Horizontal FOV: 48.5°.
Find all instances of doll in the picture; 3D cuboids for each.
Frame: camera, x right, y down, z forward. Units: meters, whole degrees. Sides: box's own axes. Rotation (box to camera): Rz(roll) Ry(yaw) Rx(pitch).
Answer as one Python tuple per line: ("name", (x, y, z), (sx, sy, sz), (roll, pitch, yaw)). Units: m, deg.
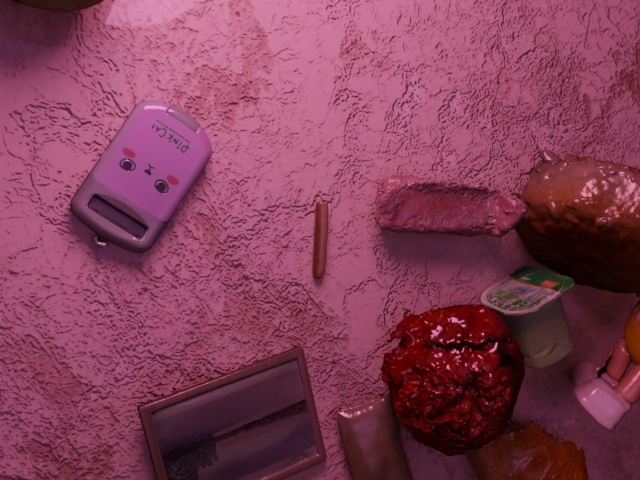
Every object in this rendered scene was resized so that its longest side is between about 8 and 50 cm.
("doll", (0.629, 0.172, 1.302), (0.161, 0.348, 0.423), (42, 79, -11))

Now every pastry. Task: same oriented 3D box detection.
("pastry", (0.215, -0.059, 1.250), (0.265, 0.112, 0.103), (8, 103, -10))
("pastry", (0.500, -0.019, 1.258), (0.329, 0.329, 0.136), (38, 71, -20))

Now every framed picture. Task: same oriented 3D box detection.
("framed picture", (-0.136, 0.319, 1.171), (0.289, 0.016, 0.213), (-16, 100, -26))

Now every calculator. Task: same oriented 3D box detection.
("calculator", (-0.272, -0.094, 1.086), (0.141, 0.045, 0.246), (36, 82, -20))

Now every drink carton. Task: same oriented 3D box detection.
("drink carton", (0.394, 0.150, 1.323), (0.144, 0.146, 0.142), (-28, 112, -17))

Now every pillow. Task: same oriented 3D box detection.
("pillow", (0.101, 0.382, 1.266), (0.119, 0.053, 0.208), (-18, 97, -22))

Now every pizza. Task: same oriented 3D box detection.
("pizza", (0.416, 0.449, 1.386), (0.365, 0.074, 0.182), (35, 83, -20))

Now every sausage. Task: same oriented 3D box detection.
("sausage", (0.000, 0.000, 1.211), (0.024, 0.024, 0.132), (1, 93, -22))

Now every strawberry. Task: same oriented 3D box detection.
("strawberry", (0.244, 0.236, 1.223), (0.274, 0.220, 0.274), (0, 91, -24))

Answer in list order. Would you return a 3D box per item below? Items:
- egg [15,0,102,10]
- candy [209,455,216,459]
("egg", (-0.390, -0.468, 0.881), (0.287, 0.287, 0.379), (-35, 120, -16))
("candy", (-0.195, 0.361, 1.165), (0.083, 0.020, 0.030), (-25, 111, -22))
